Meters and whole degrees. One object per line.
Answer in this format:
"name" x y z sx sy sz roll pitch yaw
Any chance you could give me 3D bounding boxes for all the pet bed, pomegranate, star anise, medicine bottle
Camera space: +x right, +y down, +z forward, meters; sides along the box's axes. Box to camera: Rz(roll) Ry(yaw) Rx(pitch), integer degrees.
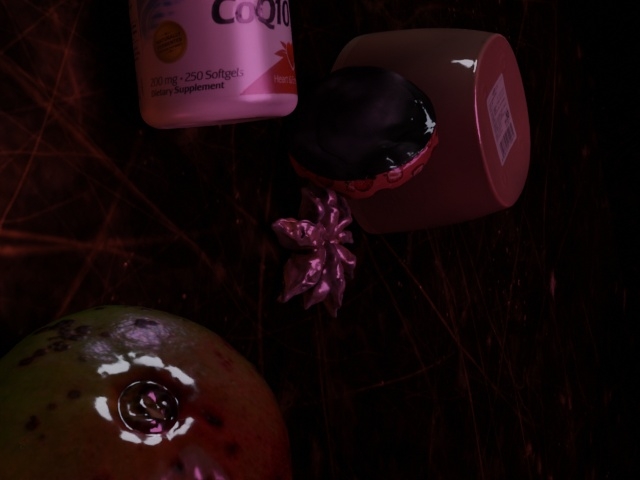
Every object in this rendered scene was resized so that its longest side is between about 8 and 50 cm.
"pet bed" 0.050 -0.137 1.160 0.053 0.201 0.201 74 29 -51
"pomegranate" -0.173 0.200 0.727 0.290 0.323 0.291 14 63 -28
"star anise" 0.000 0.000 1.182 0.195 0.065 0.183 19 70 -54
"medicine bottle" -0.112 -0.260 0.909 0.157 0.156 0.289 -15 101 -60

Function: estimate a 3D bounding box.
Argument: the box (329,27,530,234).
"box" 0.166 -0.158 1.340 0.301 0.216 0.301 1 89 -61
